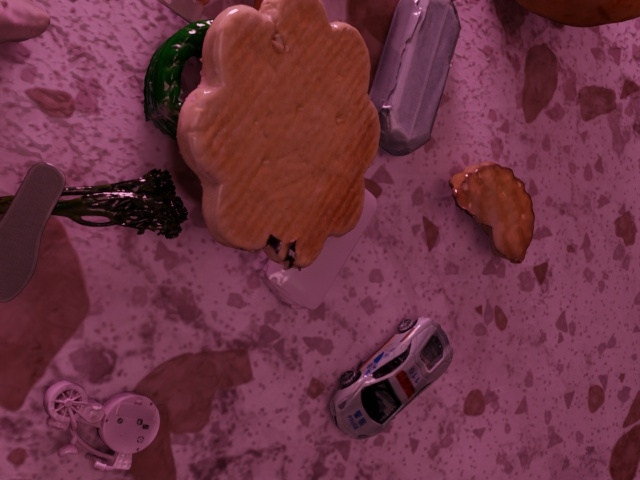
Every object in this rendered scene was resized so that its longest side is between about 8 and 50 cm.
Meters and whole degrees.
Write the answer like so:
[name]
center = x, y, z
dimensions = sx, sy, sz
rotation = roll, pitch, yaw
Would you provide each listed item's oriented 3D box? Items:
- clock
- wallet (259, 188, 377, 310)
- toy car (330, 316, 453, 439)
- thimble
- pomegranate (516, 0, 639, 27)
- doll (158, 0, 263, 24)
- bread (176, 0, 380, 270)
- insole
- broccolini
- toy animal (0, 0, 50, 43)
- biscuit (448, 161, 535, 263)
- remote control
[clock]
center = -0.241, 0.199, 0.706
dimensions = 0.129, 0.041, 0.087
rotation = 30, 74, -32
[wallet]
center = 0.000, 0.000, 0.843
dimensions = 0.095, 0.033, 0.189
rotation = 37, 73, -24
[toy car]
center = 0.102, 0.190, 0.897
dimensions = 0.205, 0.056, 0.095
rotation = -38, 111, -24
[thimble]
center = -0.135, -0.171, 0.724
dimensions = 0.130, 0.090, 0.118
rotation = -50, 116, -19
[pomegranate]
center = 0.400, -0.470, 0.912
dimensions = 0.339, 0.338, 0.337
rotation = -1, 93, -30
[doll]
center = -0.076, -0.331, 0.758
dimensions = 0.183, 0.085, 0.217
rotation = 26, 88, -28
[bread]
center = -0.036, -0.120, 0.726
dimensions = 0.316, 0.054, 0.315
rotation = -14, 109, -47
[insole]
center = -0.301, -0.007, 0.660
dimensions = 0.053, 0.002, 0.152
rotation = 27, 94, -14
[broccolini]
center = -0.246, -0.036, 0.702
dimensions = 0.202, 0.058, 0.073
rotation = -3, 52, -13
[toy animal]
center = -0.412, -0.226, 0.535
dimensions = 0.188, 0.266, 0.308
rotation = -57, 160, 0
[biscuit]
center = 0.257, -0.049, 0.975
dimensions = 0.183, 0.061, 0.118
rotation = 42, 70, -27
[remote control]
center = 0.131, -0.235, 0.900
dimensions = 0.104, 0.052, 0.247
rotation = 22, 78, -30
